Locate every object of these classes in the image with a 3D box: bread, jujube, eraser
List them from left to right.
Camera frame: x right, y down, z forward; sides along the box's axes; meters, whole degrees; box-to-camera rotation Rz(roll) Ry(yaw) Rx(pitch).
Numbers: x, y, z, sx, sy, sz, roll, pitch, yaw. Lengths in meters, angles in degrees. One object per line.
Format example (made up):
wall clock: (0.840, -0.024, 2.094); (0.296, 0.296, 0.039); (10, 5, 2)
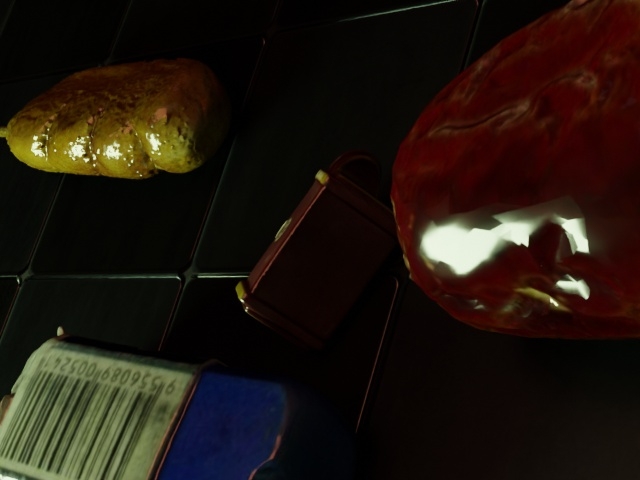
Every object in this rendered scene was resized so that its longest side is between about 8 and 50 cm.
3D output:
bread: (-0.214, -0.110, 1.323); (0.344, 0.084, 0.124); (0, 42, 45)
eraser: (-0.123, 0.163, 1.040); (0.332, 0.101, 0.155); (4, 66, 44)
jujube: (0.190, -0.045, 0.797); (0.318, 0.223, 0.223); (-18, 53, 41)

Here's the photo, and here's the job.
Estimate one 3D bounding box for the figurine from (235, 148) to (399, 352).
figurine: (0.000, -0.001, 1.059); (0.154, 0.082, 0.098); (-55, 21, 0)
